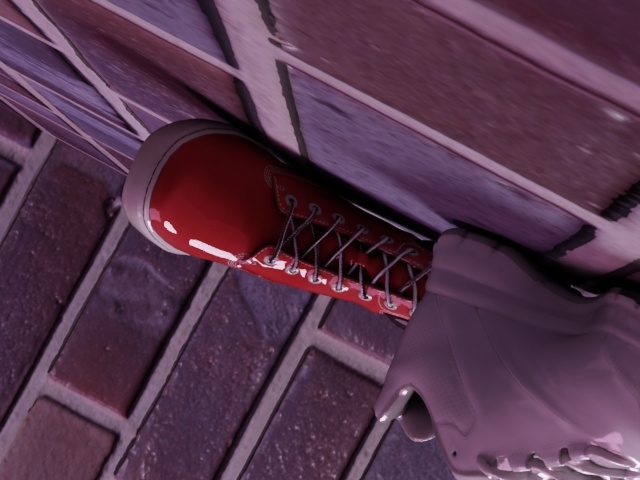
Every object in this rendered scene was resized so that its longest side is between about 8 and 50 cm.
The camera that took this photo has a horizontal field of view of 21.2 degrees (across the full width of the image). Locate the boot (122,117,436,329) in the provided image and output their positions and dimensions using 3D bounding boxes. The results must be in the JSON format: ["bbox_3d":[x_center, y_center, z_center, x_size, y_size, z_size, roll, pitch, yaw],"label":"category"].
[{"bbox_3d":[0.000,0.000,1.089,0.176,0.088,0.244,26,-176,32],"label":"boot"}]

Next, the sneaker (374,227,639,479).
[{"bbox_3d":[0.136,0.088,0.890,0.111,0.129,0.297,33,174,-28],"label":"sneaker"}]
